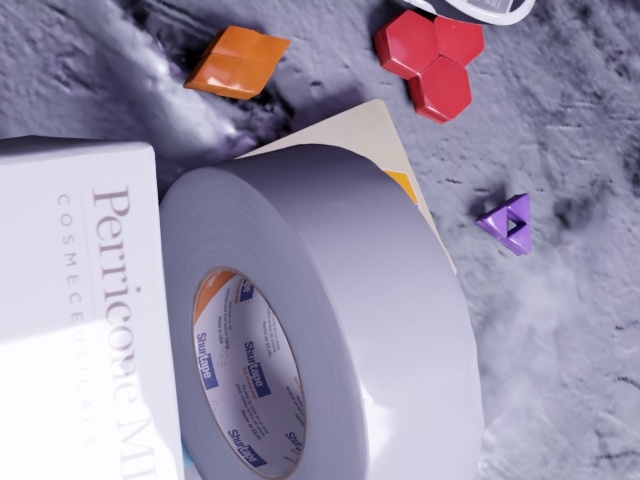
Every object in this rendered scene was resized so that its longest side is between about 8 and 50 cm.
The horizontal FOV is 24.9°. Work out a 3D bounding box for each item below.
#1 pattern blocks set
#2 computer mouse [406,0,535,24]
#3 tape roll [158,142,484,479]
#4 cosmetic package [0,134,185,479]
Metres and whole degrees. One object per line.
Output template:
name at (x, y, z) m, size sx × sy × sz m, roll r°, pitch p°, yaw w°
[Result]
pattern blocks set at (0.000, 0.000, 0.917) m, size 0.325 × 0.026 × 0.285 m, roll -17°, pitch 92°, yaw -30°
computer mouse at (0.049, -0.191, 0.945) m, size 0.193 × 0.042 × 0.106 m, roll 27°, pitch 65°, yaw -7°
tape roll at (-0.010, 0.061, 0.762) m, size 0.072 × 0.219 × 0.219 m, roll -16°, pitch 92°, yaw -31°
cosmetic package at (-0.299, 0.087, 0.642) m, size 0.453 × 0.161 × 0.230 m, roll -10°, pitch 98°, yaw -31°
